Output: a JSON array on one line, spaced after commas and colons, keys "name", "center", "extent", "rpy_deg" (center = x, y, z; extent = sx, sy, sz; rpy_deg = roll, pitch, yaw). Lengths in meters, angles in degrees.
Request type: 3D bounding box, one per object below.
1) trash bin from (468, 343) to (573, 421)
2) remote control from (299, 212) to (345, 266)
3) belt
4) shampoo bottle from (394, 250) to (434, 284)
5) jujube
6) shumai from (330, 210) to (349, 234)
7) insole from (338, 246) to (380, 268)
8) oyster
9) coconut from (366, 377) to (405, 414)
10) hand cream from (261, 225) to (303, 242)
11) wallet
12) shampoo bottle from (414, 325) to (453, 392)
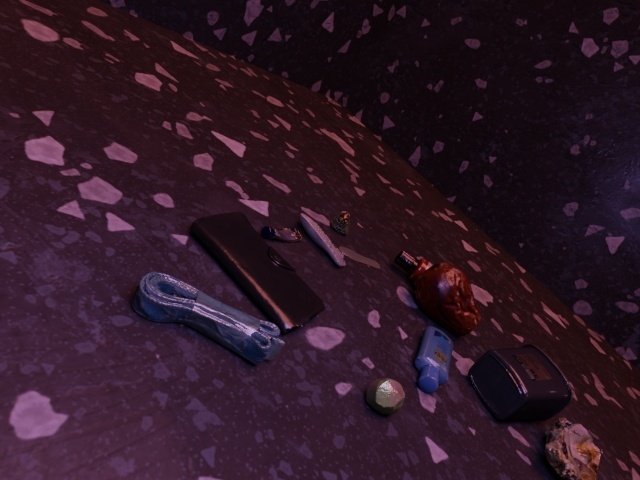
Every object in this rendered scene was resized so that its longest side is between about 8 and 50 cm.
[{"name": "trash bin", "center": [0.611, 0.431, 1.298], "extent": [0.291, 0.182, 0.209], "rpy_deg": [11, 36, -33]}, {"name": "remote control", "center": [0.000, 0.000, 1.413], "extent": [0.229, 0.044, 0.073], "rpy_deg": [53, 13, 15]}, {"name": "belt", "center": [-0.214, 0.157, 0.835], "extent": [0.303, 0.072, 0.087], "rpy_deg": [28, 22, -13]}, {"name": "shampoo bottle", "center": [0.402, 0.140, 1.610], "extent": [0.278, 0.104, 0.104], "rpy_deg": [36, 25, 1]}, {"name": "jujube", "center": [0.441, 0.202, 1.469], "extent": [0.255, 0.190, 0.190], "rpy_deg": [52, 27, 6]}, {"name": "shumai", "center": [0.085, -0.073, 1.598], "extent": [0.082, 0.080, 0.083], "rpy_deg": [11, 33, -46]}, {"name": "insole", "center": [0.141, 0.062, 1.528], "extent": [0.189, 0.004, 0.064], "rpy_deg": [23, 30, -27]}, {"name": "oyster", "center": [0.715, 0.611, 1.227], "extent": [0.355, 0.107, 0.201], "rpy_deg": [34, 43, -34]}, {"name": "coconut", "center": [0.147, 0.349, 0.959], "extent": [0.083, 0.081, 0.082], "rpy_deg": [-33, 80, -27]}, {"name": "hand cream", "center": [-0.119, -0.022, 1.311], "extent": [0.062, 0.039, 0.163], "rpy_deg": [47, 21, 25]}, {"name": "wallet", "center": [-0.150, 0.072, 1.087], "extent": [0.377, 0.051, 0.197], "rpy_deg": [46, 27, 15]}, {"name": "shampoo bottle", "center": [0.322, 0.339, 1.216], "extent": [0.104, 0.061, 0.258], "rpy_deg": [40, 26, 6]}]
